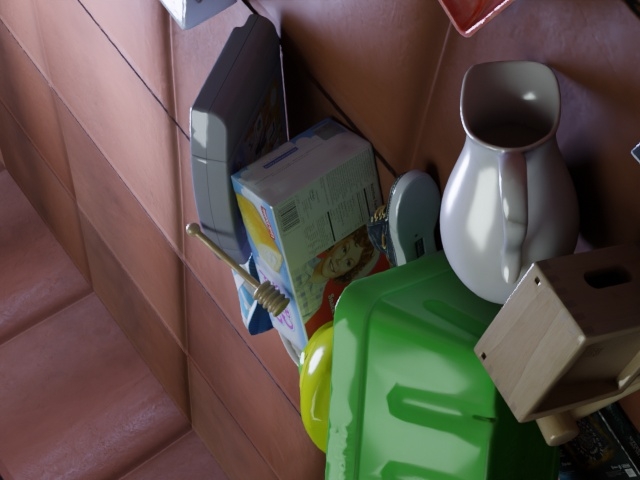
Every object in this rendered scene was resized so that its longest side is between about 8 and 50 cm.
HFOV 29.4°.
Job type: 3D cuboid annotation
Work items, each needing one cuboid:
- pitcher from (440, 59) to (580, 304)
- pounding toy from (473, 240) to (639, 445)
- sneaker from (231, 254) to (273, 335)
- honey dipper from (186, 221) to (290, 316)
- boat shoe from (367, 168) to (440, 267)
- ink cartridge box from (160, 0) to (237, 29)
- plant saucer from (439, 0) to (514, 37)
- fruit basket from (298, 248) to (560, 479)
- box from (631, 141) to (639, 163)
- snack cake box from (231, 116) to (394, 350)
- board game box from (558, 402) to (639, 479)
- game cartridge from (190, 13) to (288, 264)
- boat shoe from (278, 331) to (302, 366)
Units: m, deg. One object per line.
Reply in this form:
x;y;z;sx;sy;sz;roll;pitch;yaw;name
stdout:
0.165;-0.025;1.066;0.178;0.125;0.207;-79;-13;-45;pitcher
0.233;0.096;1.099;0.094;0.181;0.206;60;144;30;pounding toy
-0.098;0.059;1.949;0.092;0.087;0.229;52;154;37;sneaker
-0.106;0.032;1.489;0.160;0.030;0.030;39;156;13;honey dipper
0.088;-0.026;1.389;0.083;0.065;0.183;45;157;35;boat shoe
-0.185;-0.383;1.474;0.208;0.087;0.153;54;160;15;ink cartridge box
0.109;-0.314;0.936;0.259;0.047;0.258;57;160;0;plant saucer
0.075;0.189;1.329;0.392;0.283;0.392;10;107;37;fruit basket
0.310;-0.046;0.787;0.156;0.093;0.158;55;161;9;box
0.000;0.000;1.507;0.089;0.152;0.264;37;151;41;snack cake box
0.282;0.209;1.332;0.126;0.026;0.186;57;161;4;board game box
-0.099;-0.110;1.530;0.062;0.198;0.297;11;145;10;game cartridge
0.050;0.172;1.711;0.324;0.116;0.096;49;-173;23;boat shoe
